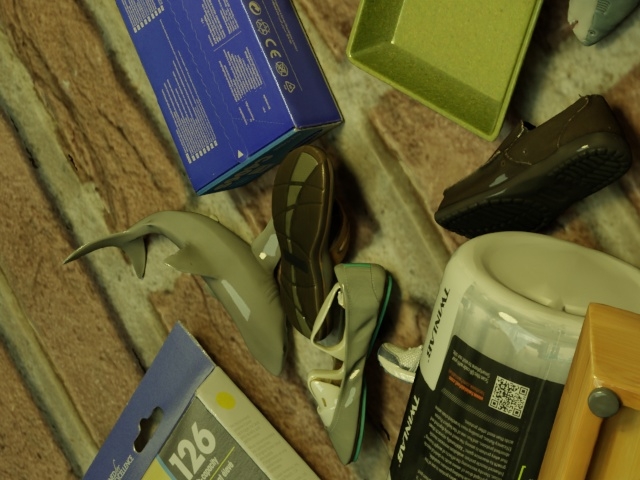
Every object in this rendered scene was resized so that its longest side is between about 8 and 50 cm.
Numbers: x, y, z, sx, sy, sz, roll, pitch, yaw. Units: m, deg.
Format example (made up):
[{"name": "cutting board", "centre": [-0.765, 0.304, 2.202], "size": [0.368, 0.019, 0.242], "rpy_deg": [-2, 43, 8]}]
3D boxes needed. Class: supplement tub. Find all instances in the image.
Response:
[{"name": "supplement tub", "centre": [0.172, 0.180, 1.528], "size": [0.207, 0.207, 0.338], "rpy_deg": [30, 117, 33]}]

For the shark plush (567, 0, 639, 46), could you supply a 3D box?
[{"name": "shark plush", "centre": [0.277, -0.223, 1.468], "size": [0.161, 0.073, 0.067], "rpy_deg": [-26, 103, 21]}]

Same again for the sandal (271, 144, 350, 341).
[{"name": "sandal", "centre": [0.000, 0.000, 1.741], "size": [0.090, 0.060, 0.219], "rpy_deg": [32, 135, 48]}]

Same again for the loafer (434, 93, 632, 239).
[{"name": "loafer", "centre": [0.190, -0.063, 1.557], "size": [0.220, 0.080, 0.078], "rpy_deg": [-27, 49, 43]}]

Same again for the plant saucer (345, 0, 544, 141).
[{"name": "plant saucer", "centre": [0.126, -0.214, 1.586], "size": [0.188, 0.045, 0.188], "rpy_deg": [33, 120, 31]}]

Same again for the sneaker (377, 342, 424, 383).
[{"name": "sneaker", "centre": [0.118, 0.113, 1.673], "size": [0.135, 0.052, 0.058], "rpy_deg": [17, 101, 30]}]

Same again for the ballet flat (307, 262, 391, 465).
[{"name": "ballet flat", "centre": [0.019, 0.120, 1.735], "size": [0.072, 0.068, 0.213], "rpy_deg": [-111, 30, -70]}]

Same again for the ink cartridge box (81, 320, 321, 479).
[{"name": "ink cartridge box", "centre": [-0.135, 0.298, 1.902], "size": [0.307, 0.072, 0.304], "rpy_deg": [45, 129, 16]}]

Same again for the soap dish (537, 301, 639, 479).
[{"name": "soap dish", "centre": [0.274, 0.215, 1.337], "size": [0.229, 0.118, 0.291], "rpy_deg": [17, 113, 13]}]

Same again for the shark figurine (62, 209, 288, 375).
[{"name": "shark figurine", "centre": [-0.144, 0.017, 1.834], "size": [0.278, 0.116, 0.166], "rpy_deg": [28, 116, 32]}]

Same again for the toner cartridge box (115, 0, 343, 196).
[{"name": "toner cartridge box", "centre": [-0.119, -0.238, 1.776], "size": [0.165, 0.075, 0.348], "rpy_deg": [-30, 79, 42]}]
